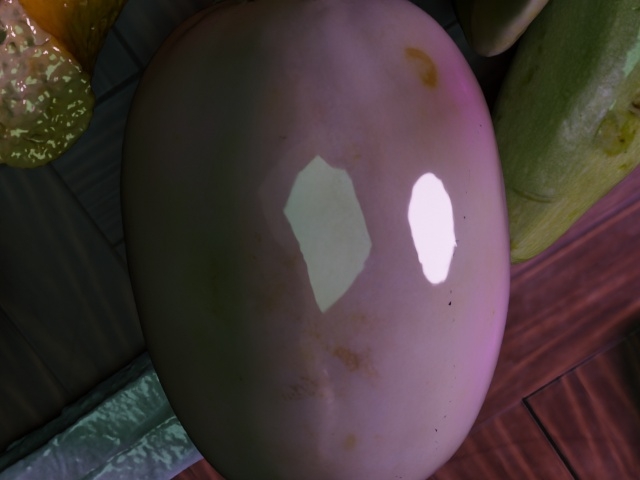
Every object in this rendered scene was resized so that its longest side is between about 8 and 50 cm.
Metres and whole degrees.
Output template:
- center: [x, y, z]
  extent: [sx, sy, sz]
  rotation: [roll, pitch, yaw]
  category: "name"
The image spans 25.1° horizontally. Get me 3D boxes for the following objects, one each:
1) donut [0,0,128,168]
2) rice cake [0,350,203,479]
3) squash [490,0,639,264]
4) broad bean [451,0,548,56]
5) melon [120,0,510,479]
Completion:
- center: [-0.129, -0.169, 0.797]
  extent: [0.101, 0.152, 0.259]
  rotation: [34, 110, -30]
  category: "donut"
- center: [-0.163, 0.156, 0.953]
  extent: [0.226, 0.040, 0.085]
  rotation: [-35, 108, 7]
  category: "rice cake"
- center: [0.180, -0.124, 0.854]
  extent: [0.118, 0.118, 0.371]
  rotation: [23, 106, -13]
  category: "squash"
- center: [0.123, -0.207, 0.804]
  extent: [0.072, 0.153, 0.207]
  rotation: [21, 124, -24]
  category: "broad bean"
- center: [0.000, 0.000, 0.823]
  extent: [0.223, 0.223, 0.317]
  rotation: [-8, 105, -3]
  category: "melon"
